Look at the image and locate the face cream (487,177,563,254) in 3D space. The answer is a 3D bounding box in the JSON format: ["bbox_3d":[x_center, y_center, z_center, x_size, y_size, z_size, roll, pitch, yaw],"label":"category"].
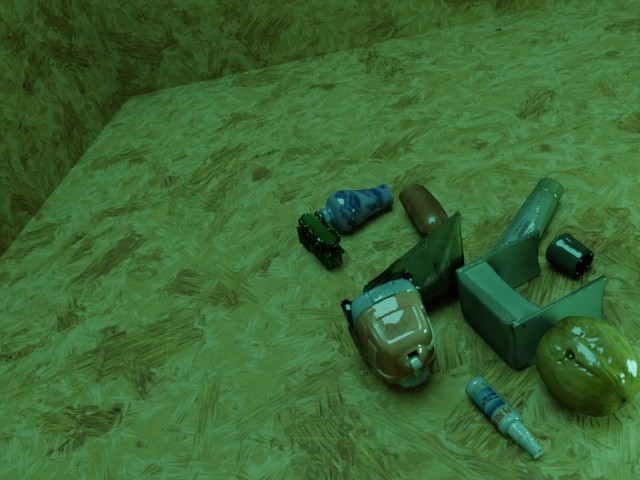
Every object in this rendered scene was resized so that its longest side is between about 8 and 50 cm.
[{"bbox_3d":[0.625,-0.048,1.766,0.137,0.084,0.341,16,57,40],"label":"face cream"}]

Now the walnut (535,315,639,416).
[{"bbox_3d":[0.583,0.271,1.279,0.195,0.195,0.221,-24,38,-7],"label":"walnut"}]

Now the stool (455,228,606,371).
[{"bbox_3d":[0.520,0.144,1.479,0.270,0.170,0.243,-25,38,-9],"label":"stool"}]

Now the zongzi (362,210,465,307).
[{"bbox_3d":[0.247,0.065,1.578,0.289,0.317,0.154,-22,48,-5],"label":"zongzi"}]

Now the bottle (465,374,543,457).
[{"bbox_3d":[0.409,0.391,1.304,0.060,0.060,0.217,-28,38,-12],"label":"bottle"}]

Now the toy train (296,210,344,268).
[{"bbox_3d":[0.000,0.000,1.919,0.090,0.137,0.225,-23,40,-16],"label":"toy train"}]

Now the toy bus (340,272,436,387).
[{"bbox_3d":[0.188,0.234,1.439,0.194,0.287,0.232,-25,53,-7],"label":"toy bus"}]

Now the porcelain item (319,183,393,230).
[{"bbox_3d":[0.121,-0.116,2.019,0.259,0.141,0.141,-20,35,-18],"label":"porcelain item"}]

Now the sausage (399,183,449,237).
[{"bbox_3d":[0.344,-0.086,1.901,0.114,0.113,0.259,-20,35,-1],"label":"sausage"}]

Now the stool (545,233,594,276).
[{"bbox_3d":[0.682,0.041,1.607,0.096,0.096,0.110,-30,44,-15],"label":"stool"}]
